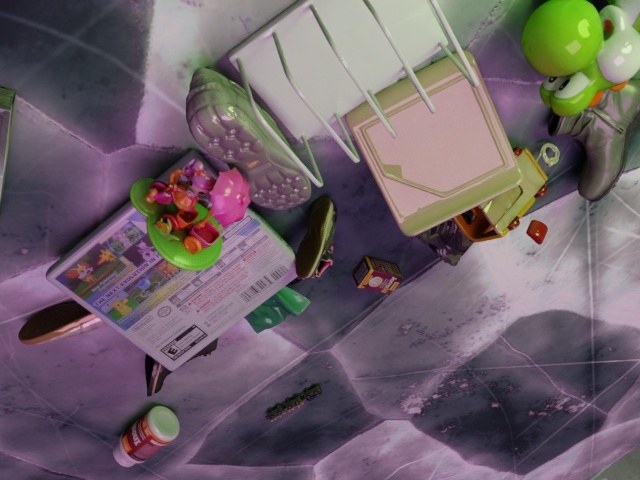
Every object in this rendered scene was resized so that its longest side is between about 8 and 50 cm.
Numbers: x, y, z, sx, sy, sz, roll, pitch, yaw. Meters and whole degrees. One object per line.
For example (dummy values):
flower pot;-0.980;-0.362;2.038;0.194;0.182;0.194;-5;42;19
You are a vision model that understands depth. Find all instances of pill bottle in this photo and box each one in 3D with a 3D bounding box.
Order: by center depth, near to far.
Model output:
pill bottle;-0.400;0.450;1.458;0.152;0.086;0.086;-40;131;20

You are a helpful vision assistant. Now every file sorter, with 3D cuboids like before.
file sorter;0.046;-0.235;0.896;0.278;0.173;0.193;-32;133;14

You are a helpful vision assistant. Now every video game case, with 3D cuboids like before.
video game case;-0.240;0.050;1.110;0.329;0.036;0.300;-37;122;9

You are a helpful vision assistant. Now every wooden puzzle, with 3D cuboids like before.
wooden puzzle;0.186;-0.154;1.047;0.221;0.044;0.238;-26;104;8

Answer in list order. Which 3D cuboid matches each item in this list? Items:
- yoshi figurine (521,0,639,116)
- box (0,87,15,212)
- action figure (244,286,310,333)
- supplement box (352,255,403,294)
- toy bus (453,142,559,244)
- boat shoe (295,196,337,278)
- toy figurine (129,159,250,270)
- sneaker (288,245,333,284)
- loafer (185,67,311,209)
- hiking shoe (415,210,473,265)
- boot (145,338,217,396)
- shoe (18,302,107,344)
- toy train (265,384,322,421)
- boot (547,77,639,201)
yoshi figurine;0.423;-0.345;0.889;0.203;0.203;0.362;39;111;4
box;-0.541;-0.121;0.899;0.183;0.056;0.231;8;129;-25
action figure;-0.144;0.080;1.208;0.137;0.063;0.232;-35;126;17
supplement box;0.115;0.072;1.294;0.083;0.043;0.055;14;125;-28
toy bus;0.323;-0.089;1.160;0.202;0.191;0.104;8;168;-27
boat shoe;0.000;0.000;1.135;0.049;0.056;0.152;30;74;-45
toy figurine;-0.176;-0.061;0.937;0.173;0.130;0.159;47;131;-8
sneaker;-0.021;0.054;1.226;0.119;0.057;0.047;-38;133;20
loafer;-0.099;-0.145;0.983;0.112;0.111;0.319;-19;152;11
hiking shoe;0.224;-0.045;1.206;0.114;0.086;0.227;-47;135;8
boot;-0.284;0.246;1.317;0.137;0.077;0.198;2;133;-26
shoe;-0.439;0.148;1.169;0.219;0.076;0.058;-20;128;-1
toy train;-0.065;0.396;1.556;0.158;0.027;0.036;-31;144;11
boot;0.474;-0.189;1.148;0.161;0.083;0.246;4;123;-14
